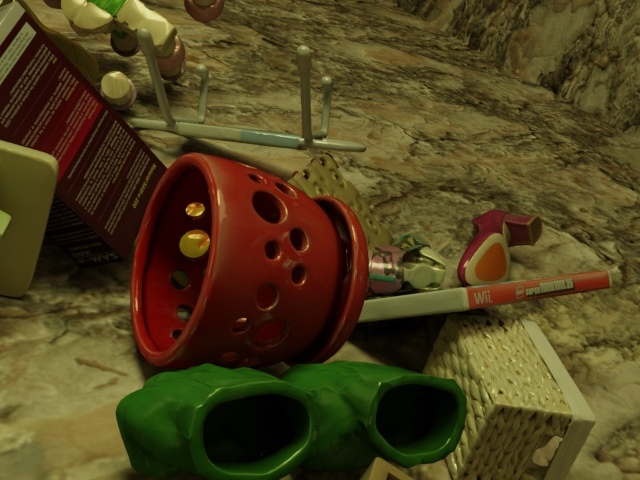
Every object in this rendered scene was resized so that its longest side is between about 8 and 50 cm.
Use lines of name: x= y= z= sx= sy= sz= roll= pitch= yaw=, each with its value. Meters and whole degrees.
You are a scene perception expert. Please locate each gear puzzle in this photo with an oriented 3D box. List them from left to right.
gear puzzle: x=0.000 y=0.000 z=1.052 sx=0.175 sy=0.044 sz=0.339 roll=53 pitch=23 yaw=-4

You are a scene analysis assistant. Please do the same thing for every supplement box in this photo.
supplement box: x=-0.266 y=-0.096 z=0.840 sx=0.239 sy=0.073 sz=0.130 roll=52 pitch=42 yaw=-37

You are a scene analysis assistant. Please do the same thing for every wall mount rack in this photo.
wall mount rack: x=-0.107 y=-0.199 z=1.182 sx=0.350 sy=0.130 sz=0.304 roll=7 pitch=6 yaw=6

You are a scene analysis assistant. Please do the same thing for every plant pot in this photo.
plant pot: x=-0.063 y=0.031 z=0.783 sx=0.174 sy=0.191 sz=0.191 roll=14 pitch=25 yaw=-30

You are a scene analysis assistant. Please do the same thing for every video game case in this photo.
video game case: x=0.175 y=0.065 z=0.986 sx=0.285 sy=0.025 sz=0.204 roll=-4 pitch=-6 yaw=-43

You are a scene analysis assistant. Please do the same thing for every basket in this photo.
basket: x=0.175 y=0.158 z=0.842 sx=0.103 sy=0.113 sz=0.167 roll=12 pitch=26 yaw=-16

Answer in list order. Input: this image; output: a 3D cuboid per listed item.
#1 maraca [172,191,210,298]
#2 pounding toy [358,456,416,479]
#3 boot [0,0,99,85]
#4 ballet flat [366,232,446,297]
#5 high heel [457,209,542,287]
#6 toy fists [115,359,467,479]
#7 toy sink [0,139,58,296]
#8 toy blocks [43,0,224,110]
maraca: x=-0.115 y=0.017 z=0.918 sx=0.127 sy=0.099 sz=0.185 roll=-1 pitch=58 yaw=-46
pounding toy: x=0.098 y=0.260 z=0.611 sx=0.206 sy=0.094 sz=0.181 roll=33 pitch=20 yaw=2
boot: x=-0.417 y=-0.256 z=1.121 sx=0.213 sy=0.077 sz=0.165 roll=35 pitch=-23 yaw=-34
ballet flat: x=0.109 y=0.036 z=1.047 sx=0.079 sy=0.076 sz=0.221 roll=12 pitch=9 yaw=21
high heel: x=0.232 y=0.010 z=1.265 sx=0.117 sy=0.082 sz=0.244 roll=0 pitch=25 yaw=37
toy fists: x=-0.022 y=0.146 z=0.688 sx=0.279 sy=0.096 sz=0.142 roll=2 pitch=0 yaw=-34
toy sink: x=-0.357 y=-0.010 z=0.706 sx=0.234 sy=0.152 sz=0.131 roll=16 pitch=25 yaw=-15
toy blocks: x=-0.349 y=-0.346 z=1.378 sx=0.289 sy=0.309 sz=0.260 roll=33 pitch=-8 yaw=-3
